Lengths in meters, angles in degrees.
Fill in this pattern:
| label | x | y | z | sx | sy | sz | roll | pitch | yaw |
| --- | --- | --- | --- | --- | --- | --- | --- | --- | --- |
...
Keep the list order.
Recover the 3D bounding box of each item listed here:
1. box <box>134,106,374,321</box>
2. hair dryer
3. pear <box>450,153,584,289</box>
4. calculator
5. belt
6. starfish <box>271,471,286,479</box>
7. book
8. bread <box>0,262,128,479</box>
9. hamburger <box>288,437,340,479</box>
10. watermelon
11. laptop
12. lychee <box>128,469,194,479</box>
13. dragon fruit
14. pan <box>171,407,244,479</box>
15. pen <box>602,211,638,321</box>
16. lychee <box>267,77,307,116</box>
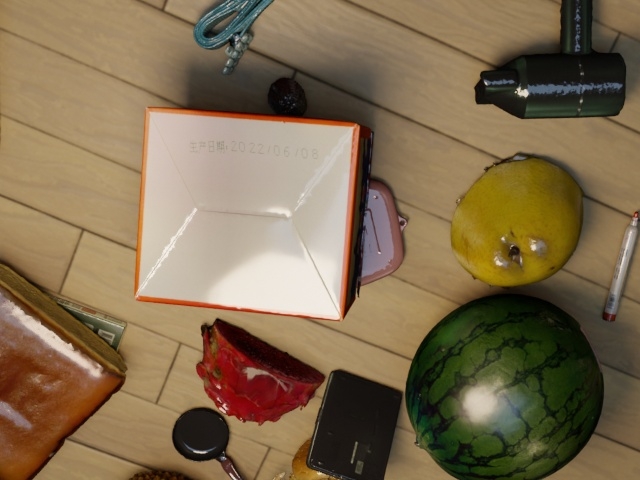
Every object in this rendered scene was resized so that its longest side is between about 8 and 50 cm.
| label | x | y | z | sx | sy | sz | roll | pitch | yaw |
| --- | --- | --- | --- | --- | --- | --- | --- | --- | --- |
| box | -0.102 | -0.051 | 1.564 | 0.348 | 0.257 | 0.319 | 4 | 94 | 7 |
| hair dryer | 0.390 | -0.361 | 1.602 | 0.244 | 0.116 | 0.303 | 0 | 96 | 0 |
| pear | 0.370 | -0.004 | 1.665 | 0.266 | 0.178 | 0.267 | -1 | 110 | -3 |
| calculator | 0.000 | 0.000 | 1.729 | 0.329 | 0.048 | 0.220 | -13 | 105 | 4 |
| belt | -0.131 | -0.380 | 1.606 | 0.179 | 0.065 | 0.100 | -41 | 93 | 12 |
| starfish | -0.146 | 0.610 | 1.813 | 0.060 | 0.302 | 0.299 | 30 | 124 | 17 |
| book | -0.530 | 0.204 | 1.800 | 0.264 | 0.027 | 0.202 | 21 | 107 | -7 |
| bread | -0.576 | 0.251 | 1.726 | 0.333 | 0.143 | 0.323 | 39 | 102 | -12 |
| hamburger | 0.014 | 0.429 | 1.811 | 0.147 | 0.138 | 0.083 | -34 | 104 | -29 |
| watermelon | 0.321 | 0.267 | 1.668 | 0.363 | 0.363 | 0.363 | 0 | 107 | 0 |
| laptop | 0.066 | 0.357 | 1.773 | 0.153 | 0.207 | 0.026 | 22 | 145 | -6 |
| lychee | -0.308 | 0.583 | 1.802 | 0.267 | 0.267 | 0.268 | 0 | 107 | 0 |
| dragon fruit | -0.132 | 0.261 | 1.768 | 0.261 | 0.189 | 0.163 | 31 | 74 | -5 |
| pan | -0.204 | 0.422 | 1.860 | 0.115 | 0.040 | 0.212 | -40 | 96 | 10 |
| pen | 0.568 | 0.049 | 1.757 | 0.026 | 0.026 | 0.218 | 8 | 106 | -3 |
| lychee | -0.058 | -0.250 | 1.640 | 0.067 | 0.068 | 0.083 | -53 | 131 | -10 |
